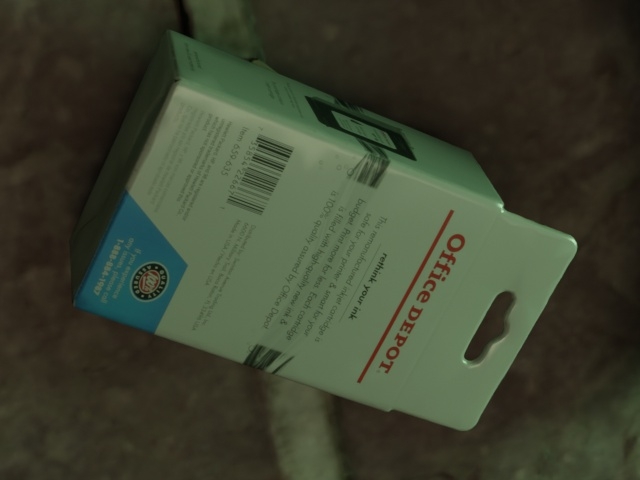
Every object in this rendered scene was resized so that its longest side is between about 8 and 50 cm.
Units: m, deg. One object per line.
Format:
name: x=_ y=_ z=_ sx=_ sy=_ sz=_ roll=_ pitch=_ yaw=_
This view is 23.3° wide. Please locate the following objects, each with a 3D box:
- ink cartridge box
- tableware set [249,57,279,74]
ink cartridge box: x=0.000 y=0.000 z=0.633 sx=0.180 sy=0.060 sz=0.104 roll=21 pitch=110 yaw=-20
tableware set: x=-0.002 y=0.000 z=0.679 sx=0.154 sy=0.024 sz=0.104 roll=35 pitch=102 yaw=-25
